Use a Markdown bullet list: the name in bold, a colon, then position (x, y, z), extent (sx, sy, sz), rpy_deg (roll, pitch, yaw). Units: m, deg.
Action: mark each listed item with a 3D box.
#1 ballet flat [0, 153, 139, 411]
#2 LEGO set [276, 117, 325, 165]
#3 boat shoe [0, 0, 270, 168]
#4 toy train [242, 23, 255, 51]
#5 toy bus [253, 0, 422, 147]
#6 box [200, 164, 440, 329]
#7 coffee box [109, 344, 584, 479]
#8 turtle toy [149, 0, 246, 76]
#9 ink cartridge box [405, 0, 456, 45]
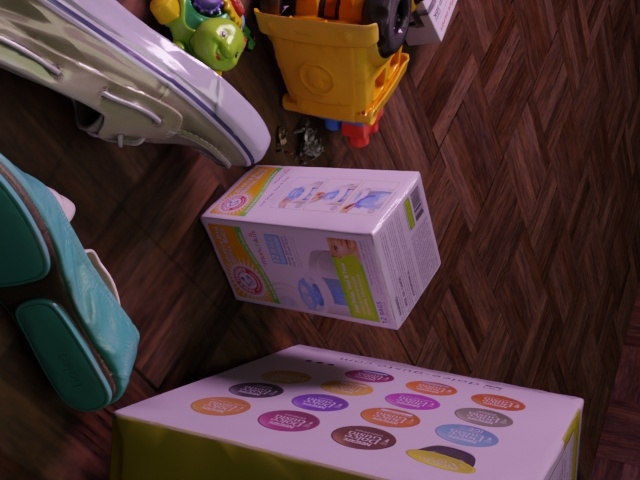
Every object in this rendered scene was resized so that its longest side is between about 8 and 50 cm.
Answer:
- **ballet flat**: position (-0.209, 0.018, 0.559), extent (0.087, 0.083, 0.247), rpy_deg (-78, 154, -55)
- **LEGO set**: position (-0.018, -0.112, 0.852), extent (0.083, 0.023, 0.054), rpy_deg (-29, 117, -51)
- **boat shoe**: position (-0.163, -0.126, 0.591), extent (0.302, 0.109, 0.094), rpy_deg (33, 84, -44)
- **toy train**: position (-0.091, -0.223, 0.739), extent (0.083, 0.017, 0.024), rpy_deg (46, 46, -47)
- **toy bus**: position (0.044, -0.224, 0.839), extent (0.220, 0.149, 0.212), rpy_deg (-59, 151, -37)
- **box**: position (0.000, 0.000, 0.734), extent (0.103, 0.203, 0.114), rpy_deg (-50, 134, -39)
- **coffee box**: position (0.038, 0.311, 0.675), extent (0.334, 0.337, 0.339), rpy_deg (-4, 99, -64)
- **turtle toy**: position (-0.100, -0.191, 0.653), extent (0.130, 0.066, 0.095), rpy_deg (-99, 162, -45)
- **ink cartridge box**: position (0.134, -0.352, 1.013), extent (0.135, 0.056, 0.099), rpy_deg (49, 54, -46)
